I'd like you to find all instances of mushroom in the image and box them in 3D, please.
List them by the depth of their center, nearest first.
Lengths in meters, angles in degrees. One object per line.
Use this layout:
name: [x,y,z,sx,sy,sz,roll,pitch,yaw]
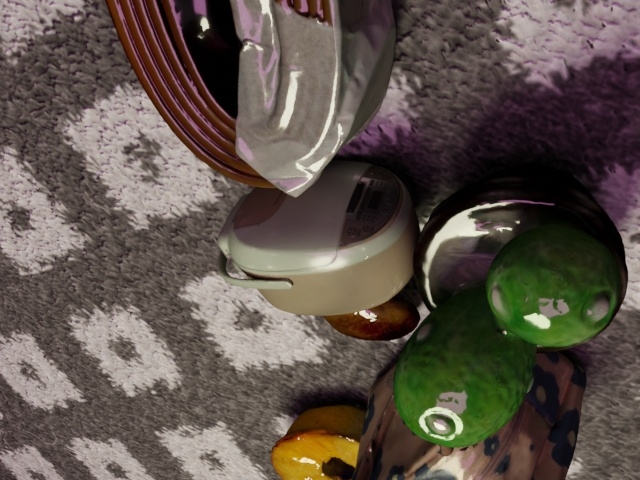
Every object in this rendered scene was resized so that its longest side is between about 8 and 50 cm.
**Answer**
mushroom: [0.051,0.082,0.734,0.123,0.052,0.123,15,160,6]

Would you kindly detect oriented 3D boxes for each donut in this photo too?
donut: [0.033,0.291,0.907,0.174,0.074,0.190,46,129,-14]

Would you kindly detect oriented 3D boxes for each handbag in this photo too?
handbag: [0.149,0.220,0.724,0.190,0.193,0.251,36,130,0]

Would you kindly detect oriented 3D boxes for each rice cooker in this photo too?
rice cooker: [0.000,0.000,0.659,0.206,0.145,0.127,-9,130,34]

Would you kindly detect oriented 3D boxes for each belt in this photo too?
belt: [-0.054,-0.207,0.545,0.217,0.122,0.338,3,124,25]

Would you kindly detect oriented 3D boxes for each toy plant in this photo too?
toy plant: [0.156,0.046,0.562,0.175,0.235,0.218,33,131,-1]
